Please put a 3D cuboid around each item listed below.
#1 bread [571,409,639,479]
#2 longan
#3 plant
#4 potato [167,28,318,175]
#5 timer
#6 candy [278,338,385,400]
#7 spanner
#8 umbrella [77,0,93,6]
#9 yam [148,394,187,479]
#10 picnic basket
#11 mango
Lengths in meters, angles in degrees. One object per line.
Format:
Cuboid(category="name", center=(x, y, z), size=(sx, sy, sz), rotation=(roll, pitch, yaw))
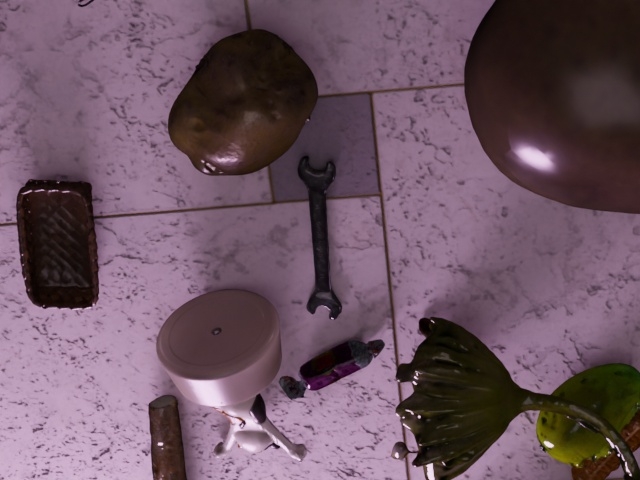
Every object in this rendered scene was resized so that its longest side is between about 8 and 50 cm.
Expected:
Cuboid(category="bread", center=(0.430, 0.309, 1.925), size=(0.052, 0.044, 0.157), rotation=(31, 114, -14))
Cuboid(category="longan", center=(0.354, -0.191, 1.549), size=(0.361, 0.361, 0.361), rotation=(1, 116, 3))
Cuboid(category="plant", center=(0.264, 0.219, 1.819), size=(0.333, 0.180, 0.251), rotation=(-3, 105, 1))
Cuboid(category="potato", center=(-0.100, -0.171, 1.678), size=(0.200, 0.137, 0.154), rotation=(-47, 75, 22))
Cuboid(category="timer", center=(-0.118, 0.222, 1.874), size=(0.175, 0.175, 0.266), rotation=(-8, 129, 7))
Cuboid(category="candy", center=(0.015, 0.183, 1.892), size=(0.175, 0.045, 0.043), rotation=(-28, 145, 14))
Cuboid(category="spanner", center=(0.000, 0.000, 1.817), size=(0.054, 0.015, 0.254), rotation=(-2, 116, 4))
Cuboid(category="umbrella", center=(-0.247, -0.337, 1.668), size=(0.149, 0.022, 0.022), rotation=(-28, 74, 7))
Cuboid(category="yam", center=(-0.229, 0.359, 1.981), size=(0.061, 0.061, 0.274), rotation=(-2, 115, 4))
Cuboid(category="picnic basket", center=(-0.362, 0.003, 1.818), size=(0.110, 0.055, 0.193), rotation=(2, 116, 1))
Cuboid(category="mango", center=(0.387, 0.243, 1.869), size=(0.178, 0.100, 0.119), rotation=(-45, 129, 12))
